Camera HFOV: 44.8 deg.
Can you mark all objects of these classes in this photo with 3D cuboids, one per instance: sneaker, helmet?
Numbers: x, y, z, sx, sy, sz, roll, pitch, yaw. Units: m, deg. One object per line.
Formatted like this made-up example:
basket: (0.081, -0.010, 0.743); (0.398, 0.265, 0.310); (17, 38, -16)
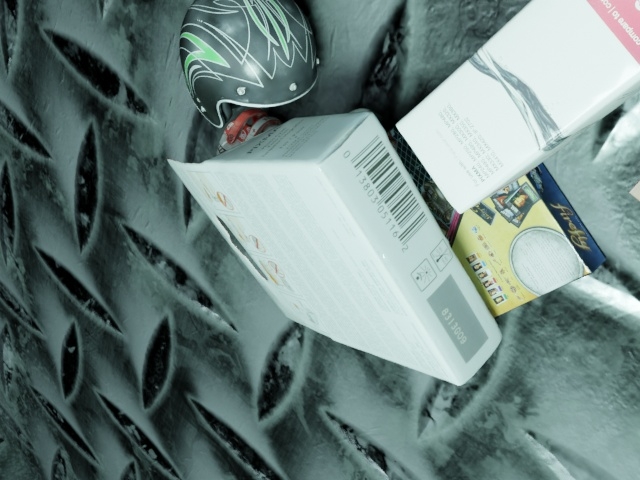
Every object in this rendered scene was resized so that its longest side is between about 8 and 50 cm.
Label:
sneaker: (-0.044, -0.121, 0.979); (0.145, 0.090, 0.270); (53, 139, 4)
helmet: (-0.085, -0.222, 0.912); (0.169, 0.169, 0.161); (58, 154, 2)

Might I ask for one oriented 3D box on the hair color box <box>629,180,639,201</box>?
hair color box: (0.368, -0.025, 0.669); (0.167, 0.053, 0.093); (45, 135, 18)

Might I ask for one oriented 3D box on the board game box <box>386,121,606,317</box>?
board game box: (0.173, -0.043, 0.852); (0.165, 0.042, 0.243); (-36, 86, 47)

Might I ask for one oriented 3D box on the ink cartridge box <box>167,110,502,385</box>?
ink cartridge box: (0.000, 0.000, 0.936); (0.385, 0.091, 0.308); (12, 141, 57)

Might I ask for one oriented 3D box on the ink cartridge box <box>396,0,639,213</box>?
ink cartridge box: (0.202, -0.141, 0.647); (0.237, 0.172, 0.100); (-40, 81, 35)
